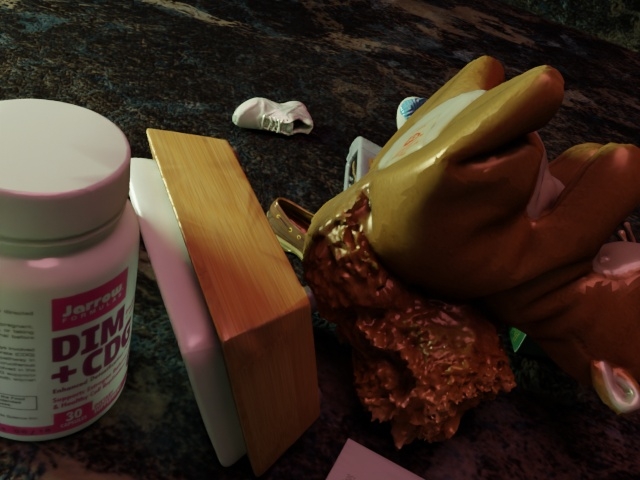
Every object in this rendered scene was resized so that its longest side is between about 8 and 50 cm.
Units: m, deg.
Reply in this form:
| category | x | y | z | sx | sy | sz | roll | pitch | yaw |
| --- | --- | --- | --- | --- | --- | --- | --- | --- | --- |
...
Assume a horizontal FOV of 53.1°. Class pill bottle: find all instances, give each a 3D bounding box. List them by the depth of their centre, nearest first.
| category | x | y | z | sx | sy | sz | roll | pitch | yaw |
| --- | --- | --- | --- | --- | --- | --- | --- | --- | --- |
| pill bottle | -0.245 | 0.033 | 0.565 | 0.160 | 0.283 | 0.160 | 11 | 38 | -9 |

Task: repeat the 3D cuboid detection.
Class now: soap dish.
| category | x | y | z | sx | sy | sz | roll | pitch | yaw |
| --- | --- | --- | --- | --- | --- | --- | --- | --- | --- |
| soap dish | -0.096 | 0.051 | 0.641 | 0.118 | 0.229 | 0.291 | -18 | 47 | -13 |

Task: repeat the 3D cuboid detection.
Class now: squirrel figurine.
| category | x | y | z | sx | sy | sz | roll | pitch | yaw |
| --- | --- | --- | --- | --- | --- | --- | --- | --- | --- |
| squirrel figurine | 0.195 | 0.046 | 0.726 | 0.370 | 0.397 | 0.281 | 47 | 6 | -13 |

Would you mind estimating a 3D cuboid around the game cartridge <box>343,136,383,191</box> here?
| category | x | y | z | sx | sy | sz | roll | pitch | yaw |
| --- | --- | --- | --- | --- | --- | --- | --- | --- | --- |
| game cartridge | 0.128 | -0.040 | 0.951 | 0.198 | 0.062 | 0.297 | 22 | 32 | -10 |

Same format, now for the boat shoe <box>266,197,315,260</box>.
| category | x | y | z | sx | sy | sz | roll | pitch | yaw |
| --- | --- | --- | --- | --- | --- | --- | --- | --- | --- |
| boat shoe | 0.000 | 0.000 | 0.885 | 0.178 | 0.060 | 0.064 | 29 | 39 | 14 |

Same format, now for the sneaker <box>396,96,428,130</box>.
| category | x | y | z | sx | sy | sz | roll | pitch | yaw |
| --- | --- | --- | --- | --- | --- | --- | --- | --- | --- |
| sneaker | 0.160 | -0.165 | 1.068 | 0.092 | 0.229 | 0.087 | 20 | 80 | 28 |

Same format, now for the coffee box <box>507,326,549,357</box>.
| category | x | y | z | sx | sy | sz | roll | pitch | yaw |
| --- | --- | --- | --- | --- | --- | --- | --- | --- | --- |
| coffee box | 0.315 | 0.089 | 0.916 | 0.113 | 0.040 | 0.184 | 12 | 38 | -7 |

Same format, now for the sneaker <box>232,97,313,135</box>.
| category | x | y | z | sx | sy | sz | roll | pitch | yaw |
| --- | --- | --- | --- | --- | --- | --- | --- | --- | --- |
| sneaker | -0.079 | -0.215 | 1.128 | 0.152 | 0.053 | 0.061 | -8 | 47 | -30 |

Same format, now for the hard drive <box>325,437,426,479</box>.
| category | x | y | z | sx | sy | sz | roll | pitch | yaw |
| --- | --- | --- | --- | --- | --- | --- | --- | --- | --- |
| hard drive | 0.139 | 0.276 | 0.529 | 0.308 | 0.040 | 0.203 | 27 | 1 | 10 |
